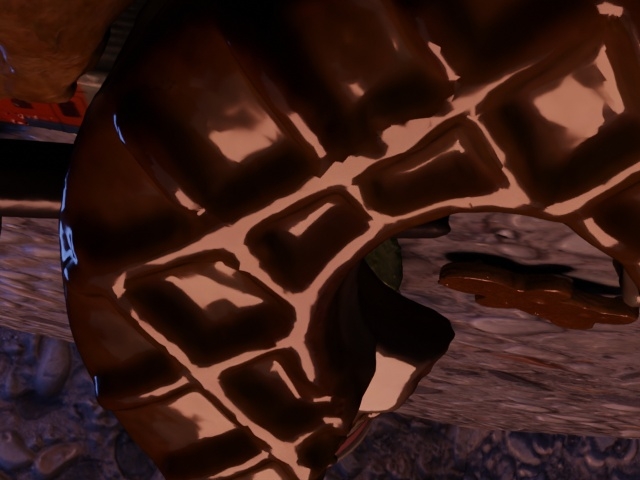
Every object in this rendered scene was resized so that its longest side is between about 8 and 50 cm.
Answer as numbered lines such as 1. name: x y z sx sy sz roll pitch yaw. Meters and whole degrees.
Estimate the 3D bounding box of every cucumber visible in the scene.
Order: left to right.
1. cucumber: 0.000 0.000 0.914 0.115 0.062 0.116 -2 156 35

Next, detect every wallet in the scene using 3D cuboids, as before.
1. wallet: -0.110 -0.039 0.685 0.377 0.051 0.197 5 -172 -15

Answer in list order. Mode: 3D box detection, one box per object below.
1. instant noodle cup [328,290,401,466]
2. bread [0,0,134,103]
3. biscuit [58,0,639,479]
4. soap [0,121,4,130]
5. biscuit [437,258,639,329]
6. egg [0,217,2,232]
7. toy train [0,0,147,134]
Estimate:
1. instant noodle cup: -0.026 0.116 1.094 0.243 0.243 0.231 11 159 -6
2. bread: -0.158 -0.128 0.356 0.230 0.123 0.230 7 166 2
3. biscuit: 0.052 -0.015 0.407 0.366 0.115 0.268 -23 119 23
4. soap: -0.226 -0.105 0.548 0.056 0.100 0.149 8 168 19
5. biscuit: 0.213 0.051 1.037 0.205 0.031 0.138 15 166 -20
6. egg: -0.348 -0.028 0.804 0.176 0.176 0.232 8 159 10
7. toy train: 0.012 -0.082 0.498 0.409 0.086 0.089 10 161 3
